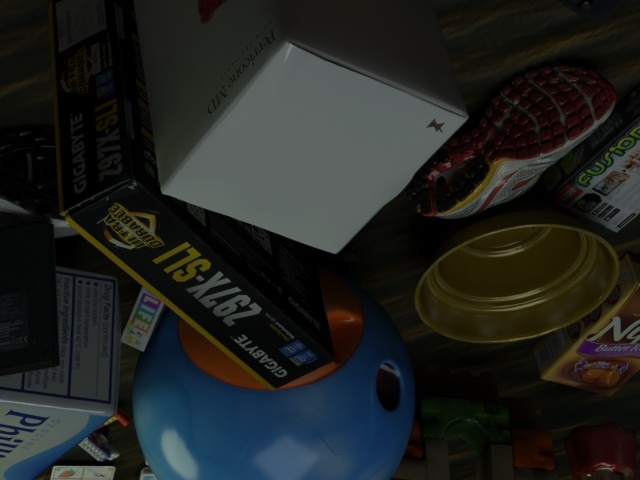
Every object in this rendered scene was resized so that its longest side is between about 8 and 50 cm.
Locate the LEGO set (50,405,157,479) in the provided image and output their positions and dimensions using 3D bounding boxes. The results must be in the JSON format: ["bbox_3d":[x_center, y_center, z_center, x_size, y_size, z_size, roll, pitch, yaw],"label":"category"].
[{"bbox_3d":[-0.246,0.257,1.951,0.244,0.060,0.182,3,134,-17],"label":"LEGO set"}]

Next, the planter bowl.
[{"bbox_3d":[0.199,0.014,1.747,0.217,0.090,0.217,-5,145,-4],"label":"planter bowl"}]

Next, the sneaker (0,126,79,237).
[{"bbox_3d":[-0.305,-0.039,1.573,0.271,0.100,0.108,-1,148,-4],"label":"sneaker"}]

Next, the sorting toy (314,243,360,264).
[{"bbox_3d":[0.000,0.000,1.728,0.102,0.042,0.061,8,172,-36],"label":"sorting toy"}]

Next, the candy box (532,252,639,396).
[{"bbox_3d":[0.345,0.100,1.920,0.109,0.053,0.187,16,131,-28],"label":"candy box"}]

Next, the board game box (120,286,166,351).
[{"bbox_3d":[-0.145,0.022,1.630,0.026,0.154,0.103,26,133,-2],"label":"board game box"}]

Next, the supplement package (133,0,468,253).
[{"bbox_3d":[-0.028,-0.170,1.327,0.175,0.293,0.177,20,130,-32],"label":"supplement package"}]

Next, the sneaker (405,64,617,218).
[{"bbox_3d":[0.193,-0.096,1.646,0.225,0.088,0.092,-31,157,21],"label":"sneaker"}]

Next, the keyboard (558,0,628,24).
[{"bbox_3d":[0.348,-0.303,1.472,0.201,0.033,0.317,21,130,-34],"label":"keyboard"}]

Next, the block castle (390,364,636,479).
[{"bbox_3d":[0.128,0.300,1.983,0.453,0.213,0.303,7,148,-12],"label":"block castle"}]

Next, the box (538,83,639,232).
[{"bbox_3d":[0.334,-0.098,1.699,0.114,0.036,0.207,22,129,-34],"label":"box"}]

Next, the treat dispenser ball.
[{"bbox_3d":[-0.047,0.161,1.693,0.288,0.288,0.288,-7,140,-6],"label":"treat dispenser ball"}]

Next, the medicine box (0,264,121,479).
[{"bbox_3d":[-0.376,0.124,1.635,0.289,0.149,0.263,11,154,-25],"label":"medicine box"}]

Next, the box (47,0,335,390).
[{"bbox_3d":[-0.112,-0.048,1.475,0.079,0.257,0.322,-28,138,17],"label":"box"}]

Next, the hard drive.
[{"bbox_3d":[-0.285,0.054,1.503,0.094,0.135,0.022,-11,161,15],"label":"hard drive"}]
